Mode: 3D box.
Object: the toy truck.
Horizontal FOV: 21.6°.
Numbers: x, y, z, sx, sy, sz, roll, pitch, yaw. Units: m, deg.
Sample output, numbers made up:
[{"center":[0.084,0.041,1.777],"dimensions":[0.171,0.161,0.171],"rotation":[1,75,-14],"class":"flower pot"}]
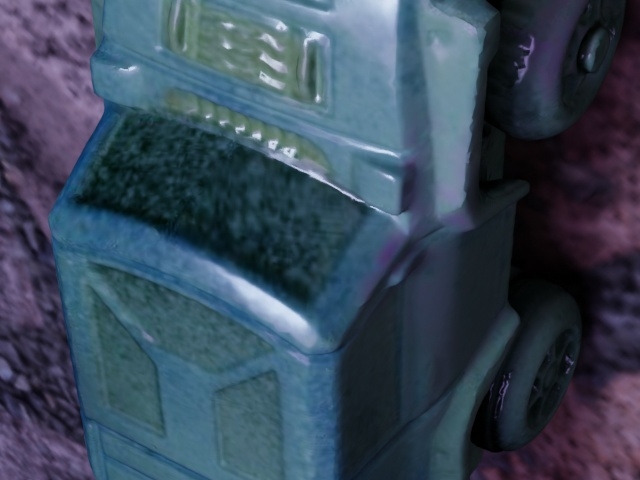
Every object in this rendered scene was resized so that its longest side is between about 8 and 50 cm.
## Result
[{"center":[0.000,0.000,0.576],"dimensions":[0.155,0.156,0.279],"rotation":[23,138,24],"class":"toy truck"}]
